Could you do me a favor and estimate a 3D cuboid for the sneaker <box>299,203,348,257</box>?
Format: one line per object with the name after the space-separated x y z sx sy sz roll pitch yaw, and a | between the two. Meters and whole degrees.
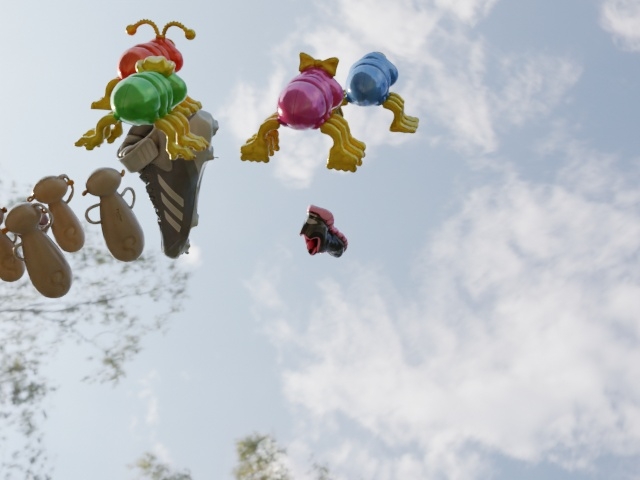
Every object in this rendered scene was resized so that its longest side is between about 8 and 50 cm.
0.000 0.000 1.098 0.047 0.119 0.057 16 -111 28 | sneaker

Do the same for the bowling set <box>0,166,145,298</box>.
-0.410 -0.018 1.104 0.200 0.287 0.154 35 -33 40 | bowling set

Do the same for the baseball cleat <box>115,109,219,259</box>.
-0.182 -0.067 0.916 0.072 0.110 0.205 -107 -150 -51 | baseball cleat

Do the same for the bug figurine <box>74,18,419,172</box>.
-0.059 -0.121 0.632 0.279 0.216 0.072 5 -66 5 | bug figurine
